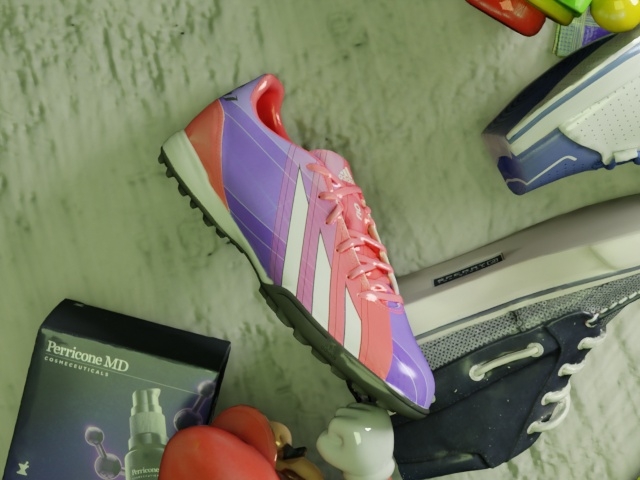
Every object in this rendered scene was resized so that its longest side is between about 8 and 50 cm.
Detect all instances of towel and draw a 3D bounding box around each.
[{"bbox_3d":[0.235,-0.172,1.285,0.083,0.009,0.060,11,100,-1],"label":"towel"}]

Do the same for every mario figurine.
[{"bbox_3d":[0.012,0.213,1.260,0.320,0.170,0.198,31,95,-30],"label":"mario figurine"}]

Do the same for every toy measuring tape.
[{"bbox_3d":[0.115,-0.252,1.247,0.330,0.121,0.121,33,99,19],"label":"toy measuring tape"}]

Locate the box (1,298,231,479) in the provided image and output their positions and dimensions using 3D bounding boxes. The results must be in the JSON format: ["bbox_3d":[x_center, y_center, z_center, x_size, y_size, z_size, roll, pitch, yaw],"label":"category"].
[{"bbox_3d":[-0.173,0.170,1.301,0.153,0.108,0.207,14,100,0],"label":"box"}]

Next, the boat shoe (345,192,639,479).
[{"bbox_3d":[0.182,0.079,1.280,0.341,0.127,0.158,-19,103,13],"label":"boat shoe"}]

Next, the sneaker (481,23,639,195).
[{"bbox_3d":[0.301,-0.098,1.229,0.315,0.127,0.182,-32,99,1],"label":"sneaker"}]

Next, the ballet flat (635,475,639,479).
[{"bbox_3d":[0.315,0.206,1.311,0.077,0.077,0.231,36,98,-5],"label":"ballet flat"}]

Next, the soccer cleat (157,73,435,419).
[{"bbox_3d":[0.000,0.000,1.214,0.116,0.108,0.318,-43,61,5],"label":"soccer cleat"}]
